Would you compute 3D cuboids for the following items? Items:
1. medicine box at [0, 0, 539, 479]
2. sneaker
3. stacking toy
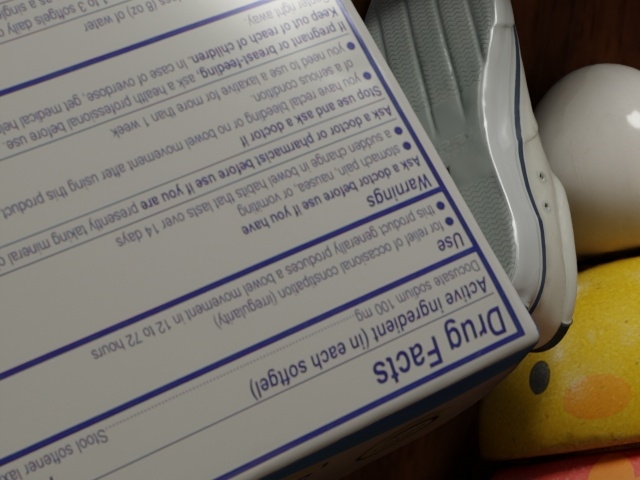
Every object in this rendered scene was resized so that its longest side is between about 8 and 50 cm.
[{"bbox_3d":[-0.096,-0.005,0.682,0.263,0.149,0.289,-23,77,-24],"label":"medicine box"},{"bbox_3d":[0.082,-0.053,0.835,0.091,0.094,0.258,36,43,-50],"label":"sneaker"},{"bbox_3d":[0.193,0.132,0.876,0.350,0.350,0.480,-7,80,-27],"label":"stacking toy"}]
